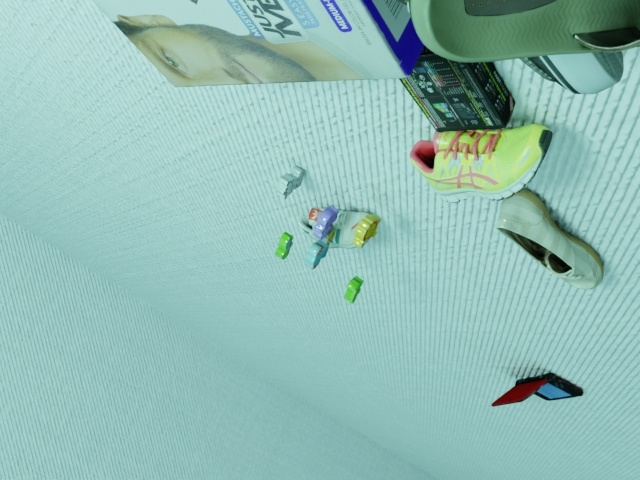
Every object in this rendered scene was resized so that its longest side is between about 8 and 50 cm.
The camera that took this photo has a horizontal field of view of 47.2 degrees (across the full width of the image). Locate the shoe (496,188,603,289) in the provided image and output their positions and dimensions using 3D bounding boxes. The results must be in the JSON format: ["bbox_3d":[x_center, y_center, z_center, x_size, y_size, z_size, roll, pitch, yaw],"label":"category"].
[{"bbox_3d":[0.309,0.013,0.995,0.219,0.058,0.077,38,155,-29],"label":"shoe"}]

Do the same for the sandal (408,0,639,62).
[{"bbox_3d":[0.210,-0.168,0.464,0.303,0.086,0.120,-16,121,0],"label":"sandal"}]

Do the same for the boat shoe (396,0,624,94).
[{"bbox_3d":[0.102,-0.231,0.567,0.335,0.121,0.119,44,133,-17],"label":"boat shoe"}]

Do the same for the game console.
[{"bbox_3d":[0.450,0.329,1.525,0.124,0.085,0.144,28,159,-5],"label":"game console"}]

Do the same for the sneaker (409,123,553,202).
[{"bbox_3d":[0.177,-0.099,0.857,0.094,0.081,0.208,36,157,-19],"label":"sneaker"}]

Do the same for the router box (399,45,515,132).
[{"bbox_3d":[0.142,-0.170,0.790,0.092,0.038,0.122,4,149,42],"label":"router box"}]

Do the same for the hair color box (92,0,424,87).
[{"bbox_3d":[-0.073,-0.255,0.744,0.339,0.110,0.185,9,154,40],"label":"hair color box"}]

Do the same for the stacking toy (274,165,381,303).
[{"bbox_3d":[0.000,0.000,1.192,0.167,0.052,0.221,33,143,18],"label":"stacking toy"}]

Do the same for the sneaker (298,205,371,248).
[{"bbox_3d":[0.020,-0.026,1.226,0.075,0.057,0.161,30,162,-25],"label":"sneaker"}]
